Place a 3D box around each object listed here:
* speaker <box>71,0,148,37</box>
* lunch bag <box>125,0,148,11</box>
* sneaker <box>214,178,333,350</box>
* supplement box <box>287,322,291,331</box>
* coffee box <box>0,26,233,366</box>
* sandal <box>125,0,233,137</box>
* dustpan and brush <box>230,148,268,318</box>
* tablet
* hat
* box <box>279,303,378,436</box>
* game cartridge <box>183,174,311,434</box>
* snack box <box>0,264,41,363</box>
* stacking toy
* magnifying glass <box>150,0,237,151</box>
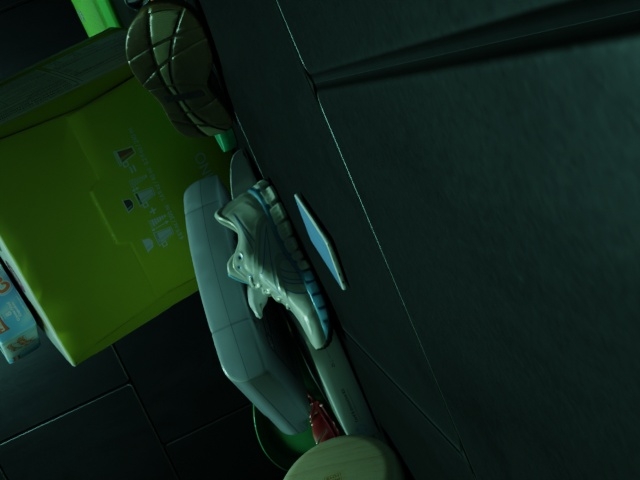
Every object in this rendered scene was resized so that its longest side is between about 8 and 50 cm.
[{"bbox_3d":[-0.360,-0.414,1.534,0.296,0.131,0.131,76,168,-56],"label":"speaker"},{"bbox_3d":[-0.276,-0.384,1.312,0.071,0.053,0.083,59,161,28],"label":"lunch bag"},{"bbox_3d":[-0.052,0.036,0.954,0.190,0.083,0.071,63,171,11],"label":"sneaker"},{"bbox_3d":[-0.090,0.120,1.517,0.056,0.083,0.083,80,164,-66],"label":"supplement box"},{"bbox_3d":[-0.332,-0.085,1.326,0.334,0.338,0.337,24,140,57],"label":"coffee box"},{"bbox_3d":[-0.142,-0.185,0.958,0.219,0.090,0.060,64,-160,-63],"label":"sandal"},{"bbox_3d":[-0.073,0.010,1.040,0.211,0.060,0.147,-116,6,-49],"label":"dustpan and brush"},{"bbox_3d":[0.000,0.000,0.750,0.083,0.006,0.054,-122,10,-53],"label":"tablet"},{"bbox_3d":[0.031,0.223,1.182,0.173,0.183,0.208,21,-114,-47],"label":"hat"},{"bbox_3d":[0.002,0.137,1.078,0.145,0.038,0.186,67,172,-22],"label":"box"},{"bbox_3d":[-0.092,0.070,1.092,0.196,0.060,0.294,66,-176,-53],"label":"game cartridge"},{"bbox_3d":[-0.510,0.017,1.303,0.322,0.060,0.187,56,159,6],"label":"snack box"},{"bbox_3d":[0.073,0.373,1.013,0.330,0.141,0.141,65,174,-32],"label":"stacking toy"},{"bbox_3d":[-0.163,-0.219,1.145,0.092,0.026,0.231,137,109,-83],"label":"magnifying glass"}]
